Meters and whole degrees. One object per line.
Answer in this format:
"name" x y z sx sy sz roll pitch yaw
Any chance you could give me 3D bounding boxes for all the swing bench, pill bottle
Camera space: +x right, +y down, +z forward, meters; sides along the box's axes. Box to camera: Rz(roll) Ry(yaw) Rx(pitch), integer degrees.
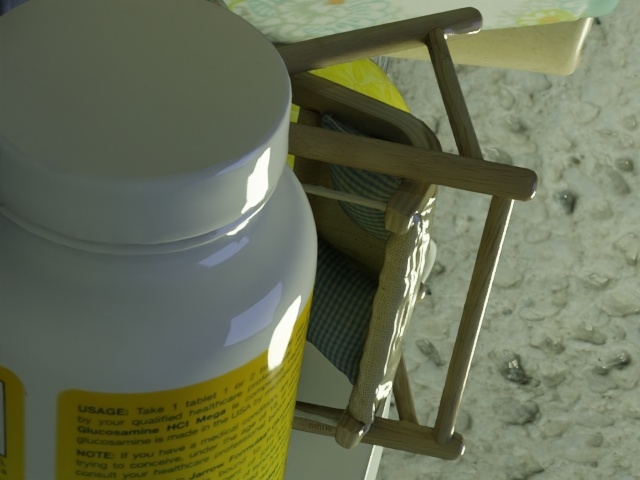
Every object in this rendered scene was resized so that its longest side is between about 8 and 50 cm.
"swing bench" -0.029 0.003 0.999 0.165 0.255 0.253 -102 -166 -44
"pill bottle" -0.101 0.048 0.815 0.188 0.188 0.334 -70 173 -46

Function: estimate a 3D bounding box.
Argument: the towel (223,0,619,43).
"towel" 0.062 -0.238 1.105 0.374 0.321 0.090 83 5 -73

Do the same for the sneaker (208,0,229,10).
"sneaker" -0.085 -0.053 1.158 0.108 0.100 0.271 -82 177 -57

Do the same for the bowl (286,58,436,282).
"bowl" 0.000 0.000 1.328 0.289 0.156 0.289 -44 159 -22

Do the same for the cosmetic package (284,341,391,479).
"cosmetic package" -0.071 0.152 1.204 0.224 0.224 0.138 91 14 -69

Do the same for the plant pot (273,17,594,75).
"plant pot" 0.097 -0.280 1.400 0.334 0.306 0.333 14 90 -85
